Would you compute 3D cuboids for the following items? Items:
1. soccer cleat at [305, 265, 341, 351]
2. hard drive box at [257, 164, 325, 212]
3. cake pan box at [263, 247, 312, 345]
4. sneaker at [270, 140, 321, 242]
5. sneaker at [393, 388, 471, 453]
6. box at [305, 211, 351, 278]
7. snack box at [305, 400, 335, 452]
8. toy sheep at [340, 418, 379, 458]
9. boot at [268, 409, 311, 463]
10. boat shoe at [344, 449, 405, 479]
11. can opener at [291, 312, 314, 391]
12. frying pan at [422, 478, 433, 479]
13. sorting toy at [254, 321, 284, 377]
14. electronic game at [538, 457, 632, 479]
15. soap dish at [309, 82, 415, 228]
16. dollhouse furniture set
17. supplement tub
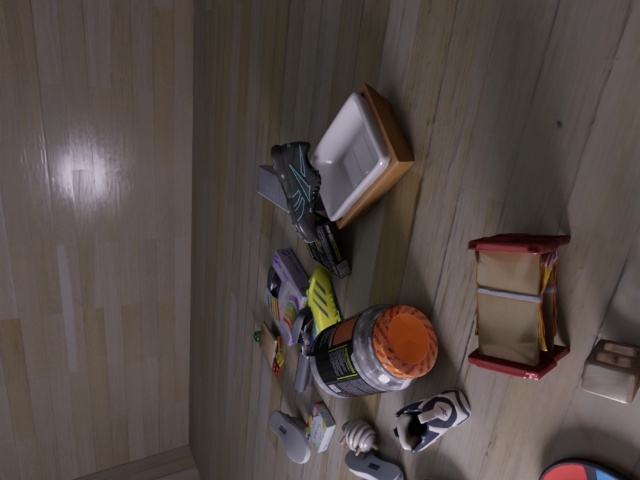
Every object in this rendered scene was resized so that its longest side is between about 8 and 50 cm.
[{"bbox_3d":[0.022,0.221,1.331,0.121,0.093,0.289,4,99,29],"label":"soccer cleat"},{"bbox_3d":[-0.062,-0.161,1.306,0.232,0.181,0.089,36,126,54],"label":"hard drive box"},{"bbox_3d":[-0.114,0.197,1.567,0.267,0.070,0.246,56,137,41],"label":"cake pan box"},{"bbox_3d":[-0.043,-0.122,1.114,0.101,0.106,0.268,-95,-12,-72],"label":"sneaker"},{"bbox_3d":[0.203,0.409,0.957,0.235,0.152,0.094,-53,49,50],"label":"sneaker"},{"bbox_3d":[0.000,0.000,1.280,0.184,0.045,0.191,36,153,56],"label":"box"},{"bbox_3d":[-0.001,0.624,1.463,0.100,0.037,0.141,50,136,44],"label":"snack box"},{"bbox_3d":[0.110,0.546,1.211,0.132,0.091,0.091,18,111,44],"label":"toy sheep"},{"bbox_3d":[-0.075,0.686,1.532,0.258,0.123,0.095,26,88,56],"label":"boot"},{"bbox_3d":[0.150,0.625,1.174,0.228,0.080,0.076,-16,105,56],"label":"boat shoe"},{"bbox_3d":[-0.057,0.373,1.471,0.095,0.076,0.284,27,119,34],"label":"can opener"},{"bbox_3d":[0.311,0.618,0.905,0.326,0.053,0.198,-17,80,58],"label":"frying pan"},{"bbox_3d":[-0.194,0.420,1.758,0.274,0.046,0.132,43,130,50],"label":"sorting toy"},{"bbox_3d":[0.435,0.454,0.665,0.229,0.048,0.230,17,109,58],"label":"electronic game"},{"bbox_3d":[0.096,-0.198,1.085,0.291,0.118,0.229,-50,52,52],"label":"soap dish"},{"bbox_3d":[0.405,0.103,0.607,0.374,0.152,0.202,5,99,42],"label":"dollhouse furniture set"},{"bbox_3d":[0.119,0.266,1.042,0.316,0.193,0.194,-40,61,56],"label":"supplement tub"}]
